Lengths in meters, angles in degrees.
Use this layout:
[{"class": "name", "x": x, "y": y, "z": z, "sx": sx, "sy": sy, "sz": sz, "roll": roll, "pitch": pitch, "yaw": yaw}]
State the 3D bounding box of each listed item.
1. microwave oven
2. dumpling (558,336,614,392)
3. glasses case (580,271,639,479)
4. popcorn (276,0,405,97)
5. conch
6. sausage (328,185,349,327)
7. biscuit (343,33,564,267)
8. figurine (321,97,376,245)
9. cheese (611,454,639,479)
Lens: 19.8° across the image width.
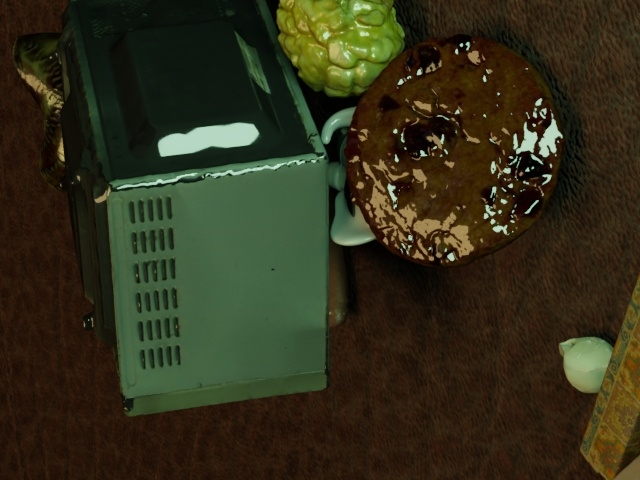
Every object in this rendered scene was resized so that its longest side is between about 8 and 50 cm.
[{"class": "microwave oven", "x": -0.130, "y": -0.051, "z": 1.704, "sx": 0.355, "sy": 0.218, "sz": 0.286, "roll": -110, "pitch": 14, "yaw": -53}, {"class": "dumpling", "x": 0.228, "y": 0.109, "z": 1.512, "sx": 0.077, "sy": 0.043, "sz": 0.059, "roll": -2, "pitch": 126, "yaw": 44}, {"class": "glasses case", "x": 0.259, "y": 0.093, "z": 1.406, "sx": 0.049, "sy": 0.075, "sz": 0.218, "roll": 49, "pitch": 147, "yaw": 33}, {"class": "popcorn", "x": 0.023, "y": -0.183, "z": 1.591, "sx": 0.121, "sy": 0.106, "sz": 0.116, "roll": 19, "pitch": 115, "yaw": 49}, {"class": "conch", "x": -0.275, "y": -0.146, "z": 2.121, "sx": 0.187, "sy": 0.124, "sz": 0.181, "roll": -106, "pitch": 5, "yaw": -47}, {"class": "sausage", "x": 0.000, "y": 0.000, "z": 1.822, "sx": 0.043, "sy": 0.043, "sz": 0.186, "roll": 26, "pitch": 132, "yaw": 51}, {"class": "biscuit", "x": 0.106, "y": -0.071, "z": 1.480, "sx": 0.192, "sy": 0.049, "sz": 0.192, "roll": 0, "pitch": 89, "yaw": 27}, {"class": "figurine", "x": 0.064, "y": -0.058, "z": 1.590, "sx": 0.192, "sy": 0.147, "sz": 0.126, "roll": -115, "pitch": 1, "yaw": -47}, {"class": "cheese", "x": 0.300, "y": 0.238, "z": 1.416, "sx": 0.128, "sy": 0.203, "sz": 0.177, "roll": 39, "pitch": 110, "yaw": 48}]
